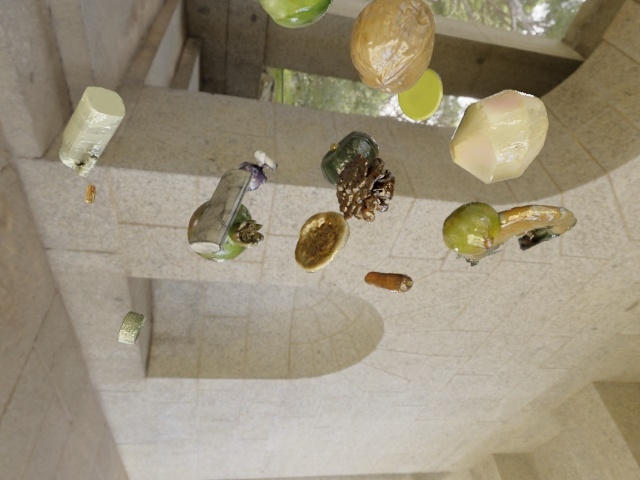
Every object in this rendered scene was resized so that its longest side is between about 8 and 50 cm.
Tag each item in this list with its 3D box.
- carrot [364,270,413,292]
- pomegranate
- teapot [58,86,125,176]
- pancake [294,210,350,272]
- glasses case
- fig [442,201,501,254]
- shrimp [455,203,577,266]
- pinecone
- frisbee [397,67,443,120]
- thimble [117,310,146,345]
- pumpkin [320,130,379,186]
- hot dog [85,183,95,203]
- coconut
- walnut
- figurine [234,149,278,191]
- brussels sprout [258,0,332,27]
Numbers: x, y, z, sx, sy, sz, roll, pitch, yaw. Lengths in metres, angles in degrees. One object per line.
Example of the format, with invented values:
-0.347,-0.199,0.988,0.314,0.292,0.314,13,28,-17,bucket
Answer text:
0.203,0.126,1.291,0.186,0.060,0.060,-1,-96,54,carrot
-0.319,-0.045,1.507,0.242,0.306,0.242,-11,90,-66,pomegranate
-0.492,-0.221,0.909,0.200,0.077,0.107,-34,-107,36,teapot
0.000,0.001,1.752,0.282,0.049,0.282,-21,-126,32,pancake
-0.300,-0.096,1.310,0.060,0.114,0.299,60,36,-46,glasses case
0.355,-0.027,1.002,0.153,0.121,0.136,-27,148,-57,fig
0.540,-0.006,1.225,0.445,0.272,0.085,108,-22,-69,shrimp
0.148,-0.169,1.378,0.201,0.202,0.229,20,69,-57,pinecone
0.450,-0.666,1.925,0.236,0.017,0.236,15,-66,39,frisbee
-0.654,0.303,1.463,0.084,0.062,0.110,136,-27,-71,thimble
0.134,-0.393,2.024,0.300,0.207,0.300,-39,-167,11,pumpkin
-0.930,-0.188,1.713,0.021,0.037,0.083,-5,-99,37,hot dog
0.480,-0.279,1.161,0.259,0.259,0.259,-176,-90,-78,coconut
0.230,-0.624,1.352,0.277,0.252,0.313,59,48,-64,walnut
-0.292,-0.277,1.767,0.222,0.145,0.145,-52,-169,-4,figurine
-0.073,-0.772,1.181,0.315,0.276,0.371,-66,-164,5,brussels sprout
